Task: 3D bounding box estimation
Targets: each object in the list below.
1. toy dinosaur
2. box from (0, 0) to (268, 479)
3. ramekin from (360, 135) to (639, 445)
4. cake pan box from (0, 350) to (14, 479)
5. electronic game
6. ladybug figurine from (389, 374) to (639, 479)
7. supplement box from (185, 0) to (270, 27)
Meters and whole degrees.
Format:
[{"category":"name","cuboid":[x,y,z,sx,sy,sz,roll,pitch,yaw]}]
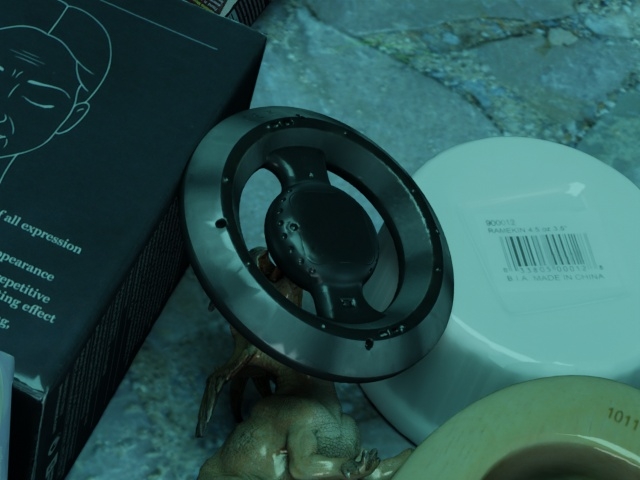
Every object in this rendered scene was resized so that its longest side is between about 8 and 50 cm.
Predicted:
[{"category":"toy dinosaur","cuboid":[-0.045,0.173,1.367,0.200,0.127,0.296,19,68,29]},{"category":"box","cuboid":[-0.259,-0.026,1.411,0.293,0.212,0.395,24,51,5]},{"category":"ramekin","cuboid":[0.165,0.045,1.511,0.277,0.135,0.277,7,51,-9]},{"category":"cake pan box","cuboid":[-0.315,0.207,1.164,0.245,0.070,0.267,-12,66,25]},{"category":"electronic game","cuboid":[0.000,0.000,1.359,0.229,0.048,0.229,17,52,-24]},{"category":"ladybug figurine","cuboid":[0.150,0.298,1.286,0.305,0.162,0.449,27,51,5]},{"category":"supplement box","cuboid":[-0.095,-0.265,1.671,0.130,0.073,0.239,36,79,14]}]
